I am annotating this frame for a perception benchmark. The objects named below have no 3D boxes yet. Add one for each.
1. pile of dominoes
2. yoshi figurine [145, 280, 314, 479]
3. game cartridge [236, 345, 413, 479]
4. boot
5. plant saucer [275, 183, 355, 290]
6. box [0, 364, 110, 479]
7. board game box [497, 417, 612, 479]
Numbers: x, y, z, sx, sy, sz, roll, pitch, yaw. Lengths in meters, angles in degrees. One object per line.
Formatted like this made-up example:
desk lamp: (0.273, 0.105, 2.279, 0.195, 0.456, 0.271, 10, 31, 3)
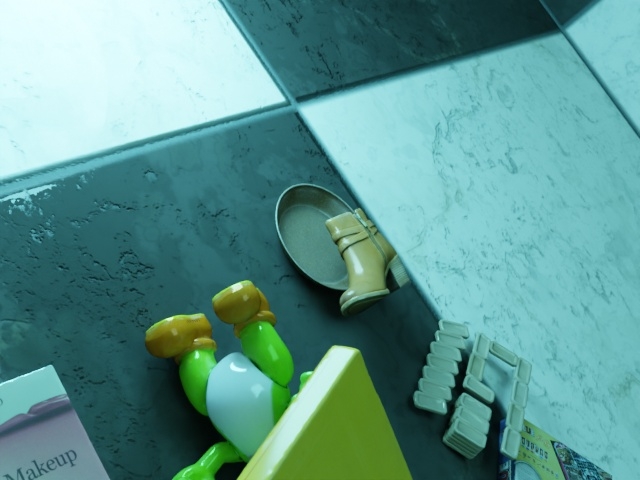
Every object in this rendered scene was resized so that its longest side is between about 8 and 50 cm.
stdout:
pile of dominoes: (0.255, 0.252, 1.429, 0.196, 0.040, 0.251, 32, 38, -2)
yoshi figurine: (-0.086, 0.242, 1.018, 0.203, 0.203, 0.362, -16, 74, -31)
game cartridge: (0.009, 0.329, 0.947, 0.285, 0.053, 0.323, -50, 129, -40)
boot: (0.052, 0.031, 1.326, 0.152, 0.073, 0.197, 58, 29, 6)
plant saucer: (0.000, 0.000, 1.380, 0.199, 0.036, 0.198, 24, 46, -28)
box: (-0.300, 0.267, 0.834, 0.149, 0.127, 0.232, -20, 75, -48)
board game box: (0.402, 0.423, 1.427, 0.243, 0.042, 0.165, 34, 43, -18)
